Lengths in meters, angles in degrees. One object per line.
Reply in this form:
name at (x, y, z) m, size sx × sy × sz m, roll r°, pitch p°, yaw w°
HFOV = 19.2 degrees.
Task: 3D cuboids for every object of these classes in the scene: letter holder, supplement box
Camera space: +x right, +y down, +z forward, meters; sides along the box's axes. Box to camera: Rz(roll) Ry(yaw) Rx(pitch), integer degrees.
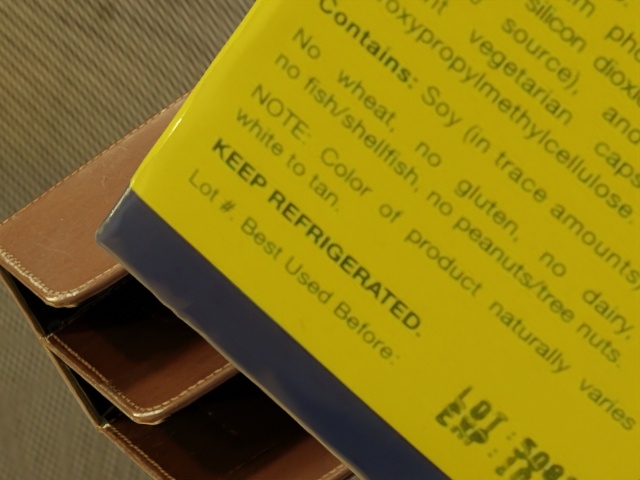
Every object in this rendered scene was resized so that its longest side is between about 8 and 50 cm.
letter holder at (0.000, 0.000, 1.065) m, size 0.302 × 0.214 × 0.152 m, roll -37°, pitch -58°, yaw -16°
supplement box at (0.133, -0.086, 0.539) m, size 0.194 × 0.195 × 0.356 m, roll 42°, pitch -58°, yaw 4°
